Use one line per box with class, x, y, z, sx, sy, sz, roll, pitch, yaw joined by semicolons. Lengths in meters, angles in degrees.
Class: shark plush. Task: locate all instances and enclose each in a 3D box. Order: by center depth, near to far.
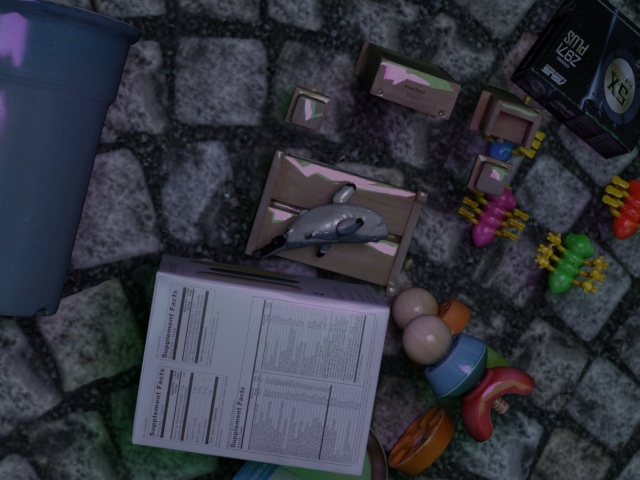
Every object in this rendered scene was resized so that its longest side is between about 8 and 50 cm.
shark plush;0.000;0.000;1.776;0.161;0.073;0.067;-26;135;-1

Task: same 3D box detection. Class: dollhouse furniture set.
dollhouse furniture set;0.075;-0.055;1.882;0.303;0.174;0.356;17;103;-8

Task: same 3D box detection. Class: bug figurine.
bug figurine;0.304;-0.052;1.927;0.279;0.072;0.216;32;73;7

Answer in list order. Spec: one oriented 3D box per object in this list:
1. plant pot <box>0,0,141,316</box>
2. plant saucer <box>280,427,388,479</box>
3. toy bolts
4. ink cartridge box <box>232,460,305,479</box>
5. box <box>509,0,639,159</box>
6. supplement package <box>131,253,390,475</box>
plant pot;-0.393;-0.097;1.639;0.341;0.341;0.334;8;91;-15
plant saucer;0.001;0.293;1.851;0.168;0.029;0.169;1;85;-16
toy bolts;0.130;0.165;1.800;0.158;0.228;0.218;43;81;-9
ink cartridge box;-0.028;0.347;1.763;0.181;0.104;0.061;28;36;11
box;0.372;-0.223;1.977;0.180;0.077;0.147;39;77;-9
supplement package;-0.073;0.139;1.718;0.262;0.199;0.198;9;95;-5
